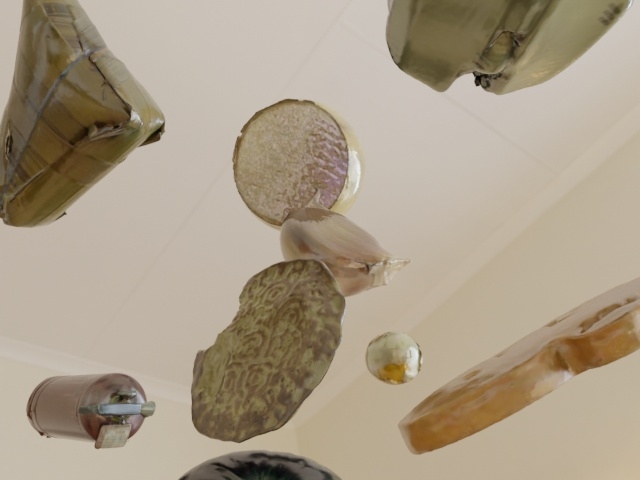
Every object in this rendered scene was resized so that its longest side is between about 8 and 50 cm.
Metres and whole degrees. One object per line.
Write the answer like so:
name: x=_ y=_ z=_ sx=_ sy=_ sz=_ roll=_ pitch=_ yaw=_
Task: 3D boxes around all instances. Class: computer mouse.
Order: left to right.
computer mouse: x=0.175 y=-0.267 z=0.512 sx=0.228 sy=0.145 sz=0.429 roll=5 pitch=-31 yaw=-1

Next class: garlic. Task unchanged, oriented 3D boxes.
garlic: x=-0.004 y=-0.003 z=1.010 sx=0.149 sy=0.266 sz=0.128 roll=1 pitch=-50 yaw=-48

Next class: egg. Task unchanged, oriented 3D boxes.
egg: x=0.095 y=0.157 z=0.819 sx=0.071 sy=0.071 sz=0.083 roll=25 pitch=-29 yaw=-30

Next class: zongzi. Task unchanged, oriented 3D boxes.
zongzi: x=-0.374 y=-0.190 z=0.785 sx=0.260 sy=0.123 sz=0.289 roll=-36 pitch=-88 yaw=13

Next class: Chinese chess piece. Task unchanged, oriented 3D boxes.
Chinese chess piece: x=-0.045 y=-0.148 z=1.226 sx=0.270 sy=0.270 sz=0.112 roll=-34 pitch=-12 yaw=18

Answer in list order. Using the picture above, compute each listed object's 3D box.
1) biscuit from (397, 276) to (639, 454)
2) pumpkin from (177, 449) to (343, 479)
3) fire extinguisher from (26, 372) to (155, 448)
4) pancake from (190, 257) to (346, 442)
biscuit: x=0.239 y=0.117 z=0.642 sx=0.355 sy=0.052 sz=0.275 roll=-28 pitch=-15 yaw=0
pumpkin: x=-0.064 y=0.321 z=0.629 sx=0.233 sy=0.233 sz=0.162 roll=-4 pitch=-66 yaw=-9
fire extinguisher: x=-0.319 y=0.232 z=0.842 sx=0.105 sy=0.104 sz=0.269 roll=33 pitch=-30 yaw=-34
pancake: x=-0.064 y=0.121 z=0.695 sx=0.235 sy=0.212 sz=0.029 roll=-49 pitch=-54 yaw=-4
